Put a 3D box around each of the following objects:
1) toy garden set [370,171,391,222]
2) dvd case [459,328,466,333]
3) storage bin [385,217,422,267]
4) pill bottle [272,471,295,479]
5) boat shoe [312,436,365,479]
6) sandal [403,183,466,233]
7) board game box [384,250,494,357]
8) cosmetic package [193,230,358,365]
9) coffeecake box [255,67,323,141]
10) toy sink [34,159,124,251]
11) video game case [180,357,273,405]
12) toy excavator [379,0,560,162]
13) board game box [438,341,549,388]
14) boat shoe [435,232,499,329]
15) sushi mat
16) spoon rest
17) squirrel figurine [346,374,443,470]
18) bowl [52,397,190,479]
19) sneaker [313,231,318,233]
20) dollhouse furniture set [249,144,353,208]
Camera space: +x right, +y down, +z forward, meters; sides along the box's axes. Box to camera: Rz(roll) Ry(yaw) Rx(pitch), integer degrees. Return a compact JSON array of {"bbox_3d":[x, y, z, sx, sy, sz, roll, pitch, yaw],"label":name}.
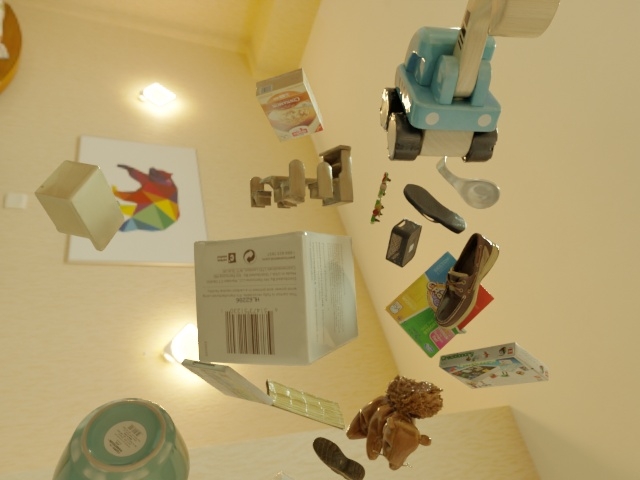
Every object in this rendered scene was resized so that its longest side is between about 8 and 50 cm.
[{"bbox_3d":[0.291,-0.199,2.195,0.204,0.049,0.244,38,68,-83],"label":"toy garden set"},{"bbox_3d":[0.525,0.345,1.883,0.013,0.087,0.119,-49,-179,-20],"label":"dvd case"},{"bbox_3d":[0.354,0.011,1.995,0.084,0.122,0.180,27,-49,28],"label":"storage bin"},{"bbox_3d":[-0.019,0.746,1.230,0.160,0.283,0.160,-57,-179,2],"label":"pill bottle"},{"bbox_3d":[0.048,0.654,1.381,0.178,0.064,0.060,30,-42,23],"label":"boat shoe"},{"bbox_3d":[0.373,-0.094,1.567,0.054,0.255,0.097,-44,-164,45],"label":"sandal"},{"bbox_3d":[0.430,0.232,1.712,0.242,0.316,0.064,47,-5,9],"label":"board game box"},{"bbox_3d":[-0.109,0.152,1.337,0.330,0.394,0.326,-5,-93,21],"label":"cosmetic package"},{"bbox_3d":[-0.087,-0.391,1.371,0.185,0.143,0.068,60,21,-52],"label":"coffeecake box"},{"bbox_3d":[-0.727,-0.102,1.427,0.234,0.131,0.152,88,17,-50],"label":"toy sink"},{"bbox_3d":[-0.283,0.430,1.424,0.207,0.227,0.026,-3,-131,38],"label":"video game case"},{"bbox_3d":[0.272,-0.352,0.921,0.432,0.223,0.444,-93,-175,-50],"label":"toy excavator"},{"bbox_3d":[0.595,0.441,1.626,0.305,0.193,0.053,-28,-146,47],"label":"board game box"},{"bbox_3d":[0.467,0.131,1.570,0.341,0.123,0.123,-58,-148,0],"label":"boat shoe"},{"bbox_3d":[-0.057,0.616,1.757,0.019,0.317,0.151,-63,-166,12],"label":"sushi mat"},{"bbox_3d":[0.571,-0.218,1.826,0.137,0.277,0.084,-53,-175,43],"label":"spoon rest"},{"bbox_3d":[0.324,0.730,1.916,0.396,0.281,0.370,-57,174,-15],"label":"squirrel figurine"},{"bbox_3d":[-0.462,0.499,1.105,0.311,0.312,0.163,-120,-143,-49],"label":"bowl"},{"bbox_3d":[0.000,0.000,1.724,0.135,0.051,0.070,-4,-99,23],"label":"sneaker"},{"bbox_3d":[-0.064,-0.287,2.042,0.362,0.395,0.256,-9,-97,57],"label":"dollhouse furniture set"}]
